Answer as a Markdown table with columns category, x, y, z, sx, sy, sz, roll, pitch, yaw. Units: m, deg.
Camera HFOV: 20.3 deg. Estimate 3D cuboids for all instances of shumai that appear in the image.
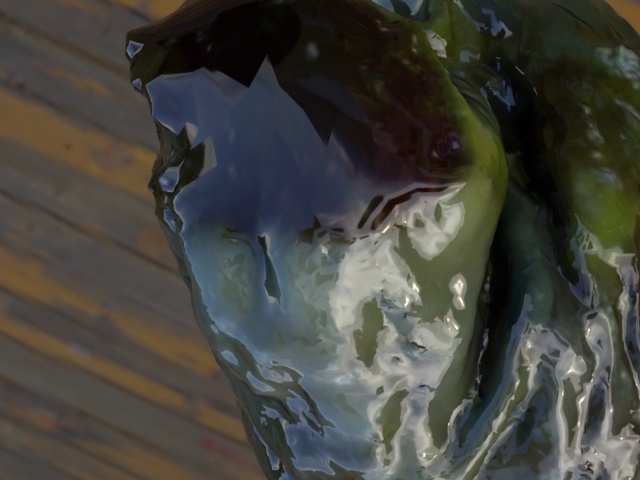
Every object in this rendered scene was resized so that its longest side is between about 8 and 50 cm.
| category | x | y | z | sx | sy | sz | roll | pitch | yaw |
| --- | --- | --- | --- | --- | --- | --- | --- | --- | --- |
| shumai | 0.000 | 0.000 | 0.818 | 0.304 | 0.309 | 0.263 | -38 | 144 | 26 |
